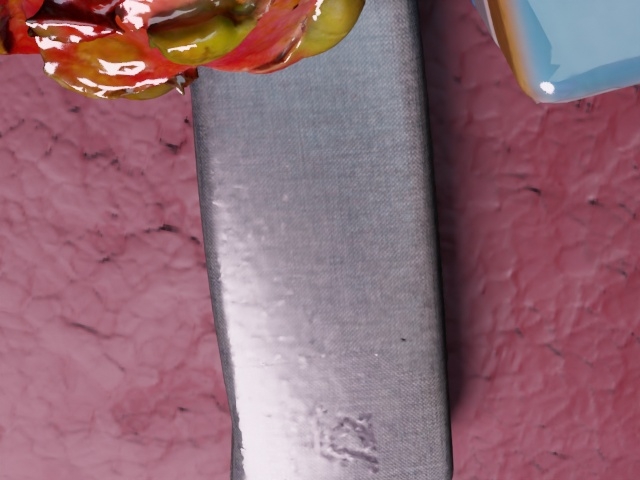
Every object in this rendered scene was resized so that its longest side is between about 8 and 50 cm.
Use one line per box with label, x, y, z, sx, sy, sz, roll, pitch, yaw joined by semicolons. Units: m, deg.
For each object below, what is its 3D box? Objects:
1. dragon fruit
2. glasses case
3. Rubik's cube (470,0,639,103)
dragon fruit;-0.096;-0.181;0.766;0.307;0.243;0.228;21;89;21
glasses case;0.000;0.000;0.949;0.131;0.074;0.323;-5;109;2
Rubik's cube;0.192;-0.282;0.704;0.346;0.347;0.344;-15;104;3
